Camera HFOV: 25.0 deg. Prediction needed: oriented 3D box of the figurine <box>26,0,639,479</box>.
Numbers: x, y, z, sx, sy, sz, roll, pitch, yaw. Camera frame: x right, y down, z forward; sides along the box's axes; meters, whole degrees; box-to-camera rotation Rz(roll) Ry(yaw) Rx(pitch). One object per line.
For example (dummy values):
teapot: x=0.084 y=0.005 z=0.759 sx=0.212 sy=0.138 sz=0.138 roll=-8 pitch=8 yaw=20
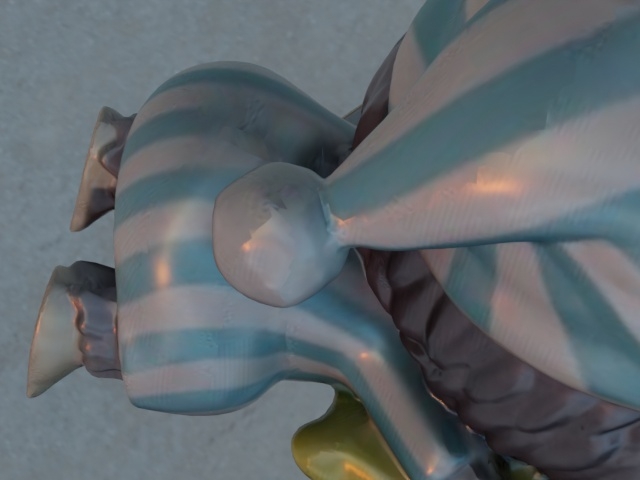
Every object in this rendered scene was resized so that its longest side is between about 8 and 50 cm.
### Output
figurine: x=0.073 y=-0.059 z=0.577 sx=0.378 sy=0.361 sz=0.266 roll=103 pitch=-4 yaw=-49

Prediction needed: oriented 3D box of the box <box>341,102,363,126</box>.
box: x=-0.001 y=-0.001 z=1.477 sx=0.325 sy=0.180 sz=0.047 roll=-36 pitch=178 yaw=-18
